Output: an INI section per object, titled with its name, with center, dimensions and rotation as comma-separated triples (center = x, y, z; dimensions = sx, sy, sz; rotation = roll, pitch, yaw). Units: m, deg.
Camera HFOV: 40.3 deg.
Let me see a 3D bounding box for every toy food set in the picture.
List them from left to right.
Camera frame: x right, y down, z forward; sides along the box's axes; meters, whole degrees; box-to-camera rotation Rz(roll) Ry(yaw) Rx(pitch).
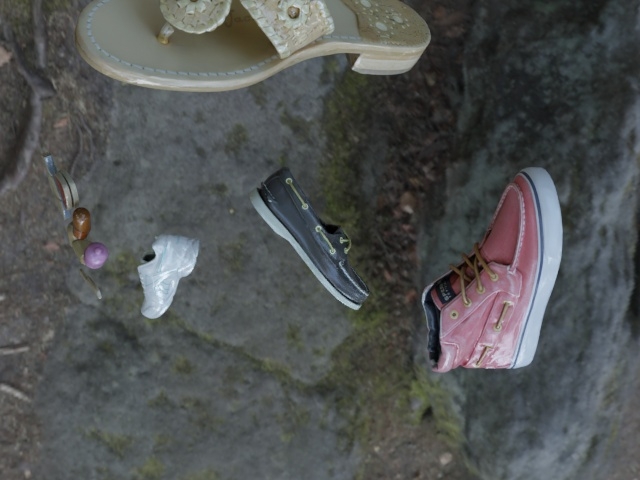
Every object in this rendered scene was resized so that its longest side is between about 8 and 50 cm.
[toy food set]
center = -0.208, -0.014, 0.759
dimensions = 0.019, 0.078, 0.122
rotation = -23, 122, -23

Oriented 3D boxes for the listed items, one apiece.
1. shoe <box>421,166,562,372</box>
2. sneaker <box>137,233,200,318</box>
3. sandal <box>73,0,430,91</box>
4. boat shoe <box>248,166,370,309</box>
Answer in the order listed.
[shoe]
center = 0.125, 0.029, 0.656
dimensions = 0.081, 0.063, 0.178
rotation = -6, 126, -10
[sneaker]
center = -0.204, 0.041, 1.102
dimensions = 0.061, 0.054, 0.152
rotation = 19, 131, -18
[sandal]
center = -0.019, -0.143, 0.492
dimensions = 0.240, 0.088, 0.079
rotation = -10, 146, -39
[boat shoe]
center = 0.000, 0.000, 1.203
dimensions = 0.068, 0.081, 0.228
rotation = -40, 107, 8
